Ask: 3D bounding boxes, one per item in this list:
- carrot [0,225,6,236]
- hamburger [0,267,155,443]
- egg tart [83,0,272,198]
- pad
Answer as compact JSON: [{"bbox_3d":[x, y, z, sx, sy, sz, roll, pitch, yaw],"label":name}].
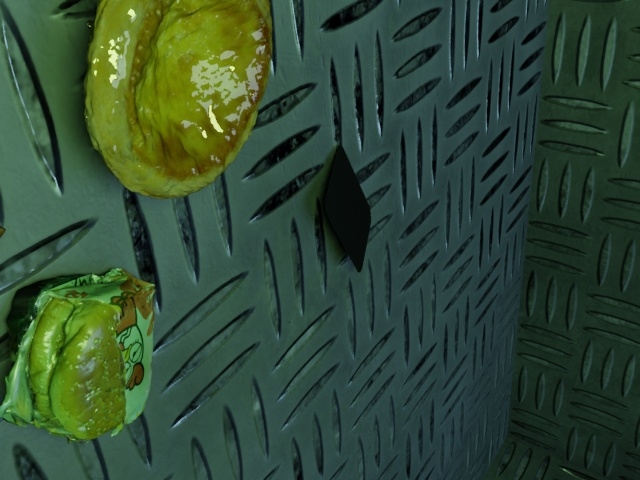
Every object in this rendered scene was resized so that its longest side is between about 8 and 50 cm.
[{"bbox_3d":[-0.382,0.035,0.717,0.139,0.048,0.048,-64,148,-12],"label":"carrot"},{"bbox_3d":[-0.292,0.152,0.841,0.235,0.125,0.214,-20,112,-70],"label":"hamburger"},{"bbox_3d":[-0.183,-0.210,0.841,0.319,0.128,0.318,-38,137,-45],"label":"egg tart"},{"bbox_3d":[0.020,0.006,1.348,0.323,0.055,0.250,-59,147,-22],"label":"pad"}]
